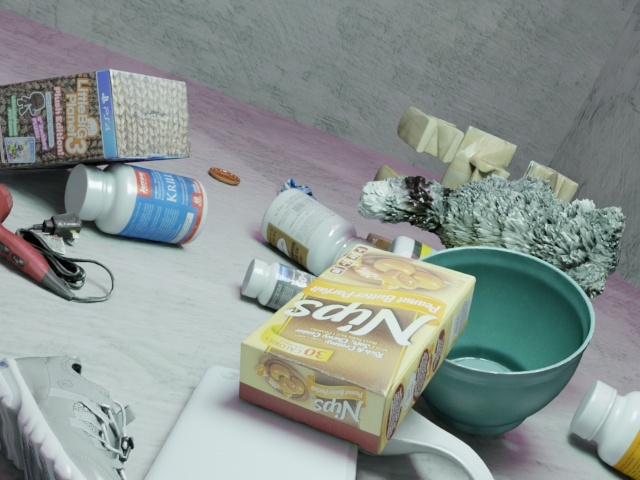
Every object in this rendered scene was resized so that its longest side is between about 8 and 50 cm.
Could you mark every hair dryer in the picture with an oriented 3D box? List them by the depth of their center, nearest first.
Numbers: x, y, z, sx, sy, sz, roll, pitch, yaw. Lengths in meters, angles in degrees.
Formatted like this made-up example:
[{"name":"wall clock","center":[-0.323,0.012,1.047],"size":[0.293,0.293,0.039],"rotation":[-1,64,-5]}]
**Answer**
[{"name":"hair dryer","center":[-0.438,-0.014,1.048],"size":[0.293,0.080,0.223],"rotation":[11,22,-38]}]

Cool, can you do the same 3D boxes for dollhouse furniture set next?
[{"name":"dollhouse furniture set","center":[0.269,-0.059,1.642],"size":[0.362,0.394,0.256],"rotation":[19,17,-19]}]

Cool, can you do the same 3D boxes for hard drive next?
[{"name":"hard drive","center":[-0.063,0.233,0.809],"size":[0.203,0.040,0.307],"rotation":[10,17,3]}]

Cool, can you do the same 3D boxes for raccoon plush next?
[{"name":"raccoon plush","center":[0.313,0.002,1.349],"size":[0.446,0.216,0.299],"rotation":[-3,11,-13]}]

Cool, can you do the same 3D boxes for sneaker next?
[{"name":"sneaker","center":[-0.210,0.179,0.676],"size":[0.115,0.105,0.281],"rotation":[-16,39,-37]},{"name":"sneaker","center":[-0.042,-0.111,1.958],"size":[0.144,0.059,0.053],"rotation":[30,15,15]}]

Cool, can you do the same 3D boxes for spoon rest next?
[{"name":"spoon rest","center":[0.120,0.265,0.970],"size":[0.276,0.084,0.137],"rotation":[36,22,32]}]

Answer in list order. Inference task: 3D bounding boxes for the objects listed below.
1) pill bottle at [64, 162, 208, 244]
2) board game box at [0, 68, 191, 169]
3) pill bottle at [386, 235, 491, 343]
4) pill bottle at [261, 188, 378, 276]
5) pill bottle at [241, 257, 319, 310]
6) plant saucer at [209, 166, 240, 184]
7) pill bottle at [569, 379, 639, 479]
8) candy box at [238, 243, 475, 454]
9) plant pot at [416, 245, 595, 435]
[{"name":"pill bottle","center":[-0.318,-0.066,1.305],"size":[0.221,0.124,0.124],"rotation":[10,22,-41]},{"name":"board game box","center":[-0.416,-0.204,1.333],"size":[0.291,0.141,0.232],"rotation":[-3,5,20]},{"name":"pill bottle","center":[0.254,0.139,1.370],"size":[0.334,0.188,0.188],"rotation":[24,16,-1]},{"name":"pill bottle","center":[0.000,0.000,1.542],"size":[0.229,0.131,0.131],"rotation":[34,18,28]},{"name":"pill bottle","center":[-0.061,0.083,1.290],"size":[0.137,0.078,0.078],"rotation":[20,17,-15]},{"name":"plant saucer","center":[-0.243,-0.161,1.907],"size":[0.083,0.013,0.083],"rotation":[22,16,-7]},{"name":"pill bottle","center":[0.556,0.341,1.267],"size":[0.246,0.136,0.136],"rotation":[29,17,15]},{"name":"candy box","center":[0.058,0.117,0.950],"size":[0.183,0.087,0.316],"rotation":[16,27,23]},{"name":"plant pot","center":[0.250,0.171,1.160],"size":[0.293,0.196,0.293],"rotation":[0,35,0]}]
